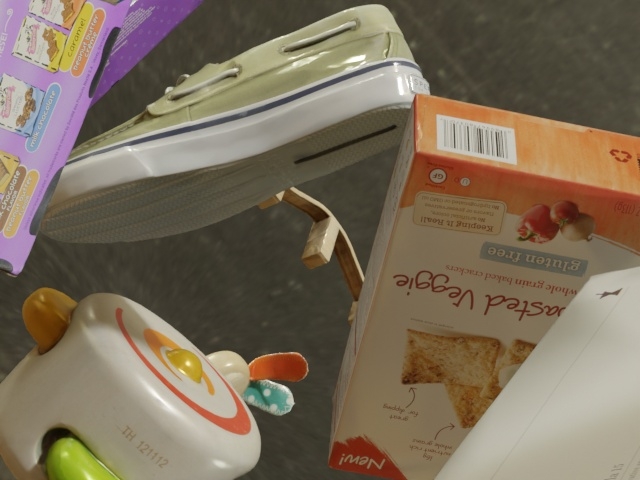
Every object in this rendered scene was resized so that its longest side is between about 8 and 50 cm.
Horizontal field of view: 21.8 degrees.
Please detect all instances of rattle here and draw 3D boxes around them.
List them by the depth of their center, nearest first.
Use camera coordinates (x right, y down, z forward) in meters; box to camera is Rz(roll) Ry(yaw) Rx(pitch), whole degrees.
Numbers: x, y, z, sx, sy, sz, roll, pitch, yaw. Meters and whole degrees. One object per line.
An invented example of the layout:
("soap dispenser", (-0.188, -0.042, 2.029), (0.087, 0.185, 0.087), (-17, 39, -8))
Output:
("rattle", (-0.133, 0.124, 1.544), (0.200, 0.143, 0.130), (-30, 124, -19))

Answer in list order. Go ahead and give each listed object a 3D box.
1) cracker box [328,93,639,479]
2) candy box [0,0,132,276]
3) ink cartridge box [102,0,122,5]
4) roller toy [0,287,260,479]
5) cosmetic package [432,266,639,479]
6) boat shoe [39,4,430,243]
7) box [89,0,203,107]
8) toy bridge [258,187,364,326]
("cracker box", (0.102, 0.042, 0.946), (0.156, 0.067, 0.232), (10, 126, -4))
("candy box", (-0.210, -0.089, 0.826), (0.196, 0.070, 0.164), (23, 89, -48))
("ink cartridge box", (-0.095, -0.188, 0.683), (0.090, 0.092, 0.143), (11, 62, -47))
("roller toy", (-0.150, 0.140, 1.313), (0.146, 0.191, 0.209), (-46, 48, 8))
("cosmetic package", (0.189, 0.095, 0.628), (0.284, 0.377, 0.097), (-10, 106, 31))
("boat shoe", (-0.069, -0.080, 1.207), (0.302, 0.109, 0.094), (-18, 65, 6))
("box", (-0.175, -0.238, 1.321), (0.201, 0.057, 0.293), (26, 57, 27))
("toy bridge", (0.000, 0.000, 1.605), (0.026, 0.063, 0.188), (-21, 120, 30))
